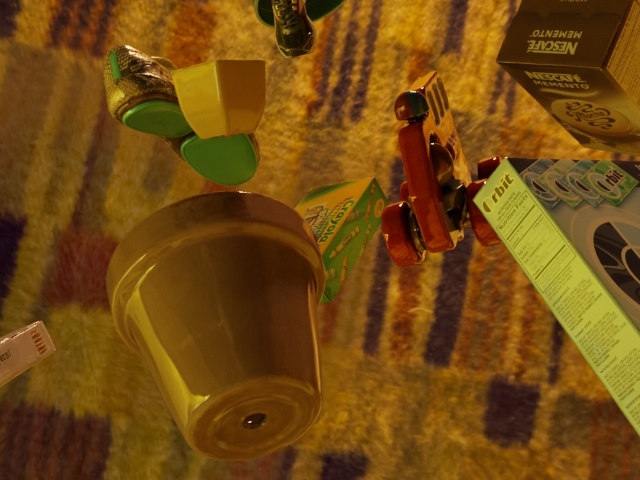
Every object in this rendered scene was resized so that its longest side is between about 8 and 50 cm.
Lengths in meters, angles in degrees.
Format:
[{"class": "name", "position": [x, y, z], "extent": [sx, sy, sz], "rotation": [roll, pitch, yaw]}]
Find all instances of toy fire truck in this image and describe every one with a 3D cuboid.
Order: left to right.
[{"class": "toy fire truck", "position": [0.174, -0.115, 1.286], "extent": [0.169, 0.302, 0.253], "rotation": [-16, 105, 23]}]

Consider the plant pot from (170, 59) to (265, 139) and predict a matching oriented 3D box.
[{"class": "plant pot", "position": [-0.114, -0.162, 0.983], "extent": [0.081, 0.081, 0.083], "rotation": [-13, 99, -49]}]

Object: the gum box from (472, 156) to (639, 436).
[{"class": "gum box", "position": [0.199, 0.028, 0.496], "extent": [0.157, 0.041, 0.184], "rotation": [-4, 51, -36]}]

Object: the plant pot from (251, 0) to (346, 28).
[{"class": "plant pot", "position": [-0.076, -0.675, 1.954], "extent": [0.272, 0.271, 0.255], "rotation": [-21, 73, -17]}]

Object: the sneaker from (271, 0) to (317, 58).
[{"class": "sneaker", "position": [-0.056, -0.383, 1.392], "extent": [0.072, 0.077, 0.178], "rotation": [-18, 63, 10]}]

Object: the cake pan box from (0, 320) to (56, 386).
[{"class": "cake pan box", "position": [-0.603, 0.235, 1.378], "extent": [0.246, 0.267, 0.070], "rotation": [-25, 96, 17]}]

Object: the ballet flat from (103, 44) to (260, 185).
[{"class": "ballet flat", "position": [-0.263, -0.258, 1.671], "extent": [0.164, 0.483, 0.182], "rotation": [-26, 70, 15]}]

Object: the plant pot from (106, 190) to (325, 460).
[{"class": "plant pot", "position": [-0.097, 0.111, 0.956], "extent": [0.263, 0.263, 0.229], "rotation": [-7, 44, -16]}]

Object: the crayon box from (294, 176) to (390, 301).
[{"class": "crayon box", "position": [0.000, 0.000, 1.627], "extent": [0.081, 0.165, 0.278], "rotation": [59, 46, -28]}]

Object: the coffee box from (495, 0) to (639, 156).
[{"class": "coffee box", "position": [0.410, -0.234, 1.225], "extent": [0.297, 0.168, 0.118], "rotation": [28, 83, -44]}]
